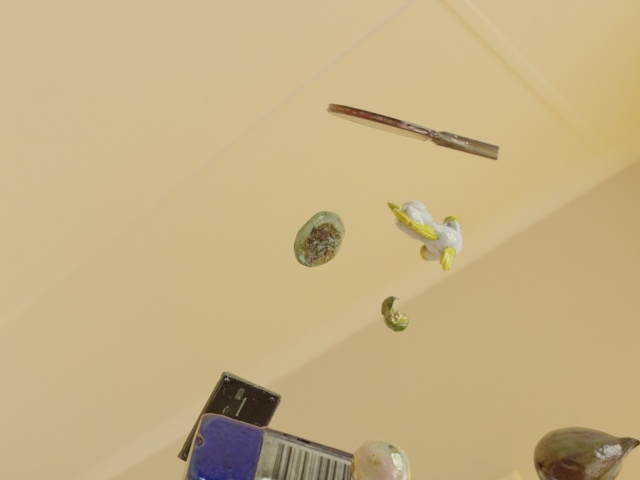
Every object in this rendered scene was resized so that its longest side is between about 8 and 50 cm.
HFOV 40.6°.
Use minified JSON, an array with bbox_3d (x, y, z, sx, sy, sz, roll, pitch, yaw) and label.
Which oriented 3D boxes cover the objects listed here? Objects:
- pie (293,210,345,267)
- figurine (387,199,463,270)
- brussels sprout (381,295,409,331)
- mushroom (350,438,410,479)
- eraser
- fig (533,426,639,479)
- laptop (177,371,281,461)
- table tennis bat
[{"bbox_3d":[0.000,0.000,1.120,0.085,0.017,0.085,-24,-46,-27],"label":"pie"},{"bbox_3d":[0.200,-0.026,1.680,0.178,0.129,0.109,41,-72,-13],"label":"figurine"},{"bbox_3d":[0.151,0.152,1.797,0.051,0.046,0.083,-23,-66,9],"label":"brussels sprout"},{"bbox_3d":[0.083,0.313,1.185,0.083,0.083,0.067,-29,-21,19],"label":"mushroom"},{"bbox_3d":[-0.060,0.406,1.435,0.332,0.155,0.101,18,-45,-7],"label":"eraser"},{"bbox_3d":[0.392,0.318,1.269,0.155,0.103,0.109,-37,-69,25],"label":"fig"},{"bbox_3d":[-0.185,0.391,1.807,0.154,0.026,0.207,28,-89,-21],"label":"laptop"},{"bbox_3d":[0.114,-0.135,1.065,0.220,0.019,0.130,15,5,-1],"label":"table tennis bat"}]
